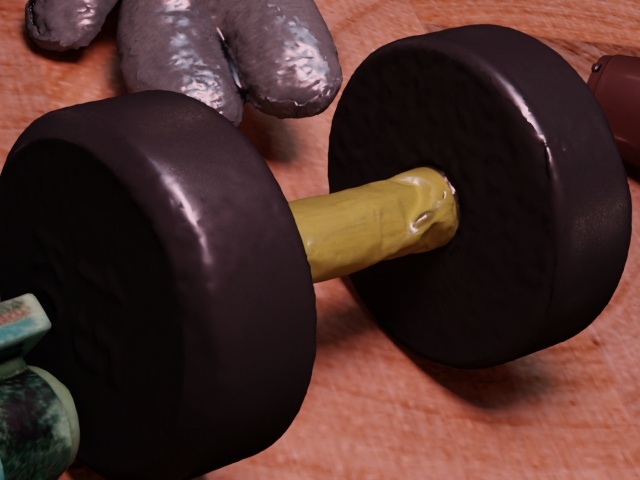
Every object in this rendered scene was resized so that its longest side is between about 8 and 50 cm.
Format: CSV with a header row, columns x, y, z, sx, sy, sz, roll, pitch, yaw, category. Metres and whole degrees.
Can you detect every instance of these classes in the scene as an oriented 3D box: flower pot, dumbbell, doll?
x,y,z,sx,sy,sz,roll,pitch,yaw,category
0.248,-0.096,1.263,0.089,0.111,0.111,17,34,20,flower pot
0.000,0.000,0.924,0.322,0.204,0.204,-16,51,-39,dumbbell
-0.094,-0.191,1.195,0.245,0.158,0.340,-23,65,-5,doll

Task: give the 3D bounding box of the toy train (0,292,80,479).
x,y,z,sx,sy,sz,roll,pitch,yaw,category
-0.245,0.094,0.760,0.298,0.120,0.194,-20,71,-50,toy train
